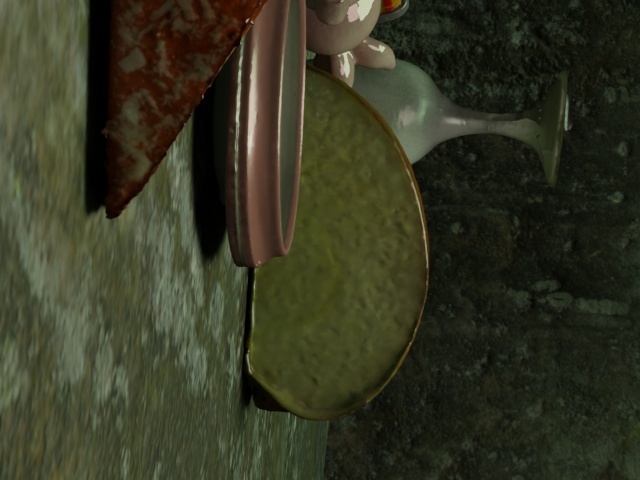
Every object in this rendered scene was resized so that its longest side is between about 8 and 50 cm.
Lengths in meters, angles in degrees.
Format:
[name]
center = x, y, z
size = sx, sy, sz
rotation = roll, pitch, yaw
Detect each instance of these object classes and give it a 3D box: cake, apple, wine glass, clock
[cake]
center = -0.039, -0.120, 0.602
size = 0.086, 0.117, 0.220
rotation = -99, -168, -80
[apple]
center = 0.000, 0.000, 1.248
size = 0.179, 0.254, 0.345
rotation = -6, 102, -43
[wine glass]
center = 0.123, -0.140, 1.459
size = 0.143, 0.321, 0.143
rotation = 7, 90, -82
[clock]
center = -0.046, -0.100, 0.958
size = 0.244, 0.056, 0.244
rotation = 2, 90, -87

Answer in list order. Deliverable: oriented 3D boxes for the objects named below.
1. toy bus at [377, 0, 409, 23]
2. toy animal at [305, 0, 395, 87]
[toy bus]
center = 0.034, -0.347, 1.380
size = 0.136, 0.126, 0.209
rotation = 69, 24, -60
[toy animal]
center = 0.005, -0.220, 1.212
size = 0.212, 0.124, 0.124
rotation = 87, 9, -65
